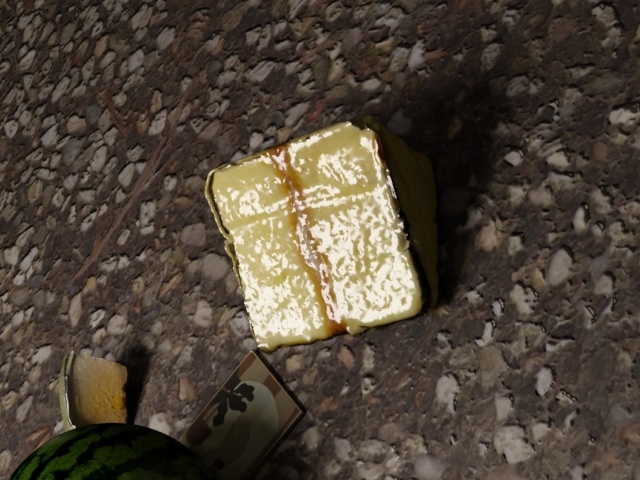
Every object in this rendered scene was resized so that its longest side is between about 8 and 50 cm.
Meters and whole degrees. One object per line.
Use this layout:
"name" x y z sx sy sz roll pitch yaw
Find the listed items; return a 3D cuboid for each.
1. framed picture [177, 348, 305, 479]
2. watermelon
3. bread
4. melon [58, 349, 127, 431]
"framed picture" -0.116 0.254 1.793 0.201 0.010 0.136 -51 44 8
"watermelon" -0.246 0.359 1.660 0.285 0.285 0.285 -20 57 33
"bread" 0.000 0.000 1.708 0.263 0.198 0.236 -17 64 32
"melon" -0.313 0.244 1.934 0.139 0.093 0.202 180 83 -69
